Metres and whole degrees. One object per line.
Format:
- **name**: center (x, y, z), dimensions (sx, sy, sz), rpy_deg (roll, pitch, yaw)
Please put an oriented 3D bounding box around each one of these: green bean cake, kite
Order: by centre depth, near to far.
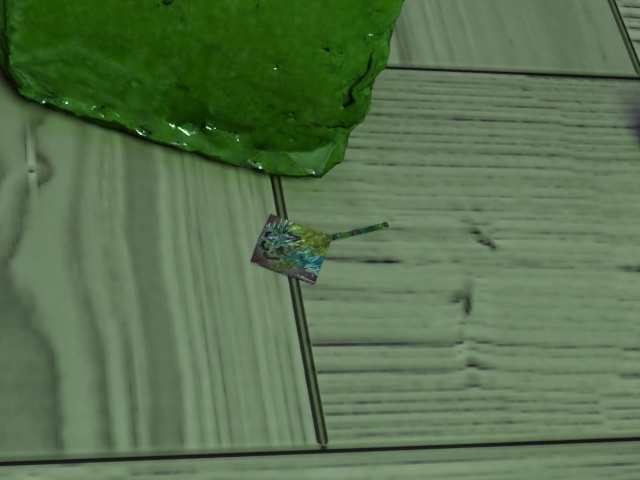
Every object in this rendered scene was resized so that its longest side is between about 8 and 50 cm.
- **green bean cake**: center (-0.058, -0.145, 0.681), dimensions (0.214, 0.200, 0.113), rpy_deg (14, 43, -1)
- **kite**: center (0.001, 0.005, 0.710), dimensions (0.078, 0.002, 0.044), rpy_deg (4, 53, -13)
